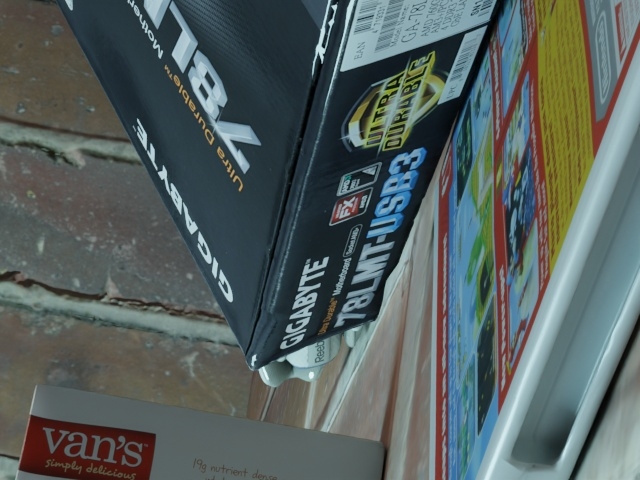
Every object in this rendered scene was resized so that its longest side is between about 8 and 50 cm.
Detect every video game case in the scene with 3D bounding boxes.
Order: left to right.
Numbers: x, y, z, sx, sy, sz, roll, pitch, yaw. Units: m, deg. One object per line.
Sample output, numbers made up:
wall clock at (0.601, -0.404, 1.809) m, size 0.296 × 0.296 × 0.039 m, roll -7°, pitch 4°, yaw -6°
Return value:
video game case at (0.073, -0.058, 0.466) m, size 0.204 × 0.025 × 0.285 m, roll -85°, pitch 7°, yaw -49°

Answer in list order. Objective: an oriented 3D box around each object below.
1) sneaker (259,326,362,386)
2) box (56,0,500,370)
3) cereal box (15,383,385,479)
sneaker at (0.000, 0.000, 0.985) m, size 0.297 × 0.111 × 0.129 m, roll 100°, pitch 163°, yaw -71°
box at (-0.045, -0.144, 0.644) m, size 0.295 × 0.073 × 0.293 m, roll 62°, pitch 156°, yaw 23°
cereal box at (-0.071, 0.197, 0.786) m, size 0.047 × 0.173 × 0.240 m, roll 112°, pitch 167°, yaw -71°
